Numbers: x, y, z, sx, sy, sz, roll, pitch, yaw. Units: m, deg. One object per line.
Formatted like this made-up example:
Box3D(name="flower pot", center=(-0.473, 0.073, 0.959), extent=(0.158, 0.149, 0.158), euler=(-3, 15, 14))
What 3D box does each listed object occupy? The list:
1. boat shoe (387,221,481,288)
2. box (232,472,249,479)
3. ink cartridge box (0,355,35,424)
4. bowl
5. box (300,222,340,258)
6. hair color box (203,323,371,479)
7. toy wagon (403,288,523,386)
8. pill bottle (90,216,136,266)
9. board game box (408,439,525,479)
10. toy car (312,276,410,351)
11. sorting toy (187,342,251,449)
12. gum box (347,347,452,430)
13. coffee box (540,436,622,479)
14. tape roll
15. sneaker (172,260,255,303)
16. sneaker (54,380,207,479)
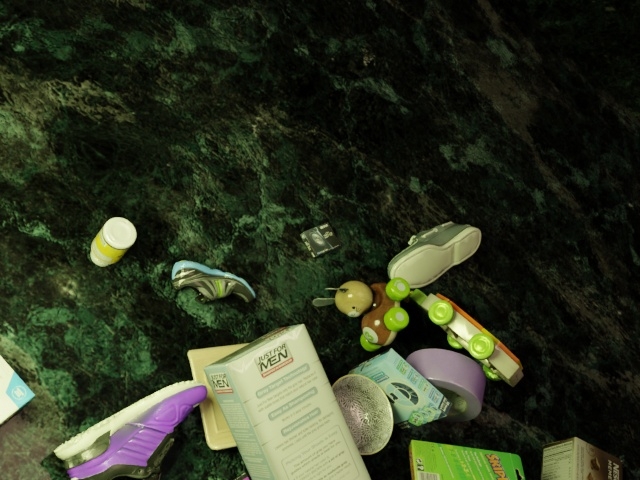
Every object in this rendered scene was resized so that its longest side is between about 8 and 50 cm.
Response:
Box3D(name="boat shoe", center=(0.277, 0.030, 2.016), extent=(0.319, 0.116, 0.099), euler=(-23, 37, -34))
Box3D(name="box", center=(-0.151, 0.538, 1.467), extent=(0.116, 0.029, 0.162), euler=(-24, 79, -40))
Box3D(name="ink cartridge box", center=(-0.579, 0.281, 1.287), extent=(0.104, 0.060, 0.180), euler=(50, 49, -3))
Box3D(name="bowl", center=(0.064, 0.378, 1.667), extent=(0.170, 0.080, 0.170), euler=(16, 57, -27))
Box3D(name="box", center=(0.000, 0.000, 1.869), extent=(0.083, 0.018, 0.067), euler=(-21, 79, -40))
Box3D(name="hair color box", center=(-0.056, 0.371, 1.507), extent=(0.185, 0.113, 0.374), euler=(-25, 94, -34))
Box3D(name="toy wagon", center=(0.323, 0.208, 1.837), extent=(0.068, 0.267, 0.344), euler=(-47, 63, -3))
Box3D(name="pill bottle", center=(-0.406, 0.007, 1.518), extent=(0.065, 0.116, 0.065), euler=(16, 58, -28))
Box3D(name="board game box", center=(0.327, 0.515, 1.729), extent=(0.259, 0.039, 0.124), euler=(8, 39, -6))
Box3D(name="toy car", center=(0.083, 0.150, 1.767), extent=(0.188, 0.155, 0.149), euler=(16, 57, -16))
Box3D(name="sorting toy", center=(-0.163, 0.310, 1.581), extent=(0.193, 0.038, 0.208), euler=(-2, 63, -36))
Box3D(name="gum box", center=(0.168, 0.330, 1.715), extent=(0.184, 0.157, 0.041), euler=(42, 50, -9))
Box3D(name="coffee box", center=(0.626, 0.649, 1.884), extent=(0.168, 0.119, 0.297), euler=(29, 53, -18))
Box3D(name="tape roll", center=(0.275, 0.329, 1.768), extent=(0.189, 0.189, 0.080), euler=(32, 52, -17))
Box3D(name="sneaker", center=(-0.226, 0.099, 1.639), extent=(0.188, 0.067, 0.078), euler=(19, 78, -28))
Box3D(name="sneaker", center=(-0.315, 0.365, 1.408), extent=(0.293, 0.102, 0.146), euler=(-25, 86, -36))
